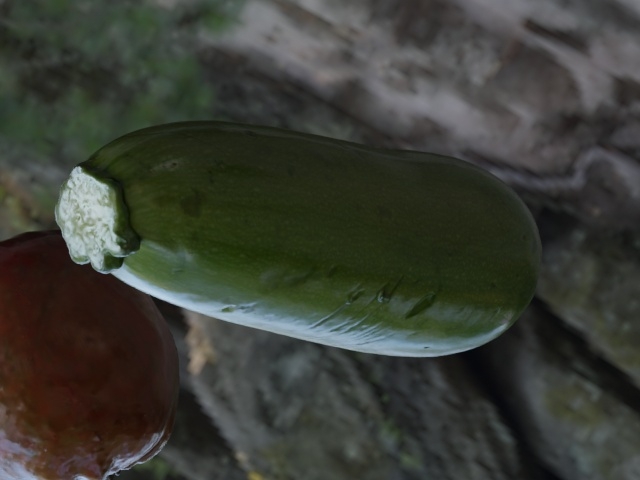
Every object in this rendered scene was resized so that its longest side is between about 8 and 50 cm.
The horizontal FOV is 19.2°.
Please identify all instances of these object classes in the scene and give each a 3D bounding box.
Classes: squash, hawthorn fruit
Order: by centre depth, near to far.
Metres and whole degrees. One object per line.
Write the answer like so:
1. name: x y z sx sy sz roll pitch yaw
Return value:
1. squash: 0.000 0.000 0.560 0.066 0.066 0.201 42 -160 33
2. hawthorn fruit: -0.135 0.059 0.934 0.133 0.133 0.138 -9 -109 -62
